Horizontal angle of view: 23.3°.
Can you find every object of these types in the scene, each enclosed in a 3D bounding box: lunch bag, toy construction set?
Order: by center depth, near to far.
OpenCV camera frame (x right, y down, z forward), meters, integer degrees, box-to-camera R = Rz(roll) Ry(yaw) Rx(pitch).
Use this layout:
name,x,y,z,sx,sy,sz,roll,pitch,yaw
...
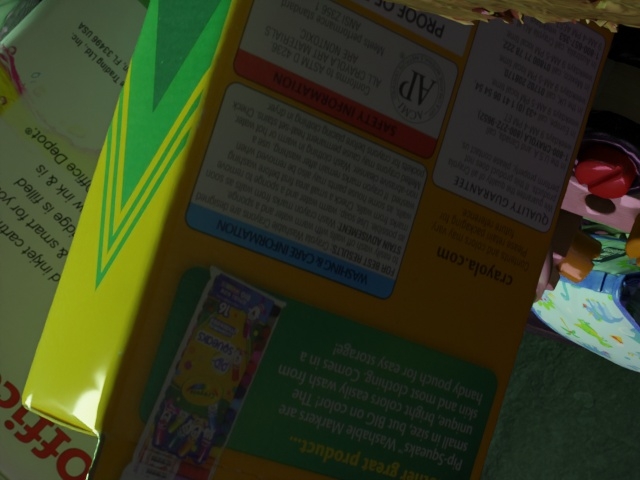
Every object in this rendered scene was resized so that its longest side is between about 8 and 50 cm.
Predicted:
name,x,y,z,sx,sy,sz,roll,pitch,yaw
toy construction set,0.200,-0.014,0.850,0.328,0.151,0.215,9,148,6
lunch bag,0.238,0.047,1.207,0.151,0.096,0.129,20,175,-34

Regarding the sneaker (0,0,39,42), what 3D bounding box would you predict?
name,x,y,z,sx,sy,sz,roll,pitch,yaw
sneaker,-0.276,-0.163,1.063,0.161,0.102,0.282,21,173,-13

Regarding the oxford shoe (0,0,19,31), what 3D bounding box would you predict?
name,x,y,z,sx,sy,sz,roll,pitch,yaw
oxford shoe,-0.183,-0.161,0.693,0.169,0.130,0.449,21,171,-16

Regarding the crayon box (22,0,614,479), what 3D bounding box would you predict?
name,x,y,z,sx,sy,sz,roll,pitch,yaw
crayon box,0.000,0.000,0.699,0.203,0.323,0.083,21,172,-34

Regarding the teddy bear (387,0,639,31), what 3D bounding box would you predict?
name,x,y,z,sx,sy,sz,roll,pitch,yaw
teddy bear,0.041,-0.126,0.441,0.338,0.113,0.245,14,-179,43

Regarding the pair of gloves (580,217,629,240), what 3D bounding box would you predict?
name,x,y,z,sx,sy,sz,roll,pitch,yaw
pair of gloves,0.287,0.003,1.252,0.204,0.042,0.240,20,170,28

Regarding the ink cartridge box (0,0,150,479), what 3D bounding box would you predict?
name,x,y,z,sx,sy,sz,roll,pitch,yaw
ink cartridge box,-0.104,-0.014,0.808,0.201,0.278,0.117,44,170,-7
